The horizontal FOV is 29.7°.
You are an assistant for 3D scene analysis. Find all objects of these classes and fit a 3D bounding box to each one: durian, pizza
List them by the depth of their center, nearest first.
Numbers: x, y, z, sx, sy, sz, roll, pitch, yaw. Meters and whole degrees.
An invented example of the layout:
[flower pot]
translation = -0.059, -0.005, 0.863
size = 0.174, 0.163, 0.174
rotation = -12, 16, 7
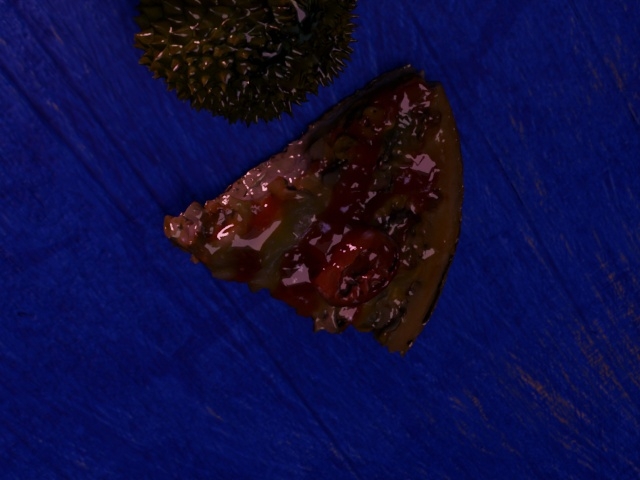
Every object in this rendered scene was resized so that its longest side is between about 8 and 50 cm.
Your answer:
[durian]
translation = -0.087, -0.260, 1.356
size = 0.291, 0.224, 0.291
rotation = -40, 161, -17
[pizza]
translation = 0.000, 0.000, 1.591
size = 0.406, 0.130, 0.440
rotation = -10, 122, -19
